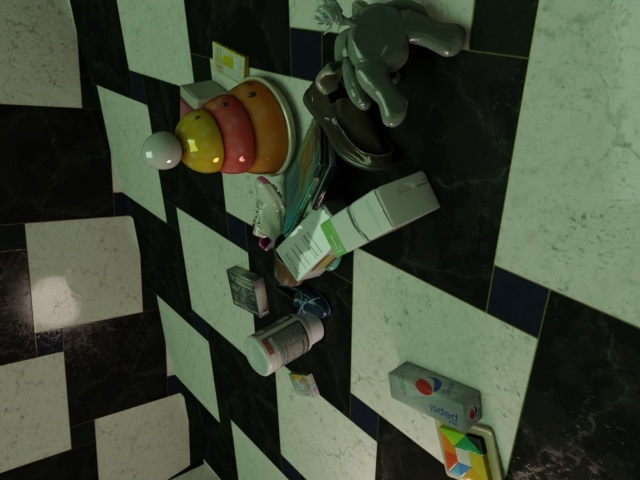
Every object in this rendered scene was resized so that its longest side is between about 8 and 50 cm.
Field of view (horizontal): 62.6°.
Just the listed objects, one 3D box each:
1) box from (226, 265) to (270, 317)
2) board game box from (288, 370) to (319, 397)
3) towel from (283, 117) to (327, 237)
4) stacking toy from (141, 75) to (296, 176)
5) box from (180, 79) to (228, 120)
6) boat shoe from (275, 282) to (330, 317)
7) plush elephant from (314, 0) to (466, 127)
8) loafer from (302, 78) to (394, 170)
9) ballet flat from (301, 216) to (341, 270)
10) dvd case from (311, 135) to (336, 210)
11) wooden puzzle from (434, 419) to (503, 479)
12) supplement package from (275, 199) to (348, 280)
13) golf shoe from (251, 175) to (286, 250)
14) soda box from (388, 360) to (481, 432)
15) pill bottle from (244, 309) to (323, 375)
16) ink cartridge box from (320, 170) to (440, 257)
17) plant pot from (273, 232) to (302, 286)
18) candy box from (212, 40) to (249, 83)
[{"bbox_3d":[-0.327,0.228,2.367,0.231,0.056,0.183,15,120,47],"label":"box"},{"bbox_3d":[-0.072,0.624,2.285,0.154,0.026,0.104,-15,97,54],"label":"board game box"},{"bbox_3d":[-0.054,-0.213,1.661,0.370,0.040,0.272,119,155,-51],"label":"towel"},{"bbox_3d":[-0.350,-0.330,1.723,0.350,0.479,0.351,28,130,40],"label":"stacking toy"},{"bbox_3d":[-0.456,-0.486,2.057,0.127,0.148,0.232,43,137,31],"label":"box"},{"bbox_3d":[-0.072,0.230,2.011,0.258,0.089,0.109,26,128,42],"label":"boat shoe"},{"bbox_3d":[0.125,-0.449,1.272,0.330,0.255,0.272,32,96,-5],"label":"plush elephant"},{"bbox_3d":[0.078,-0.339,1.464,0.366,0.133,0.130,50,142,21],"label":"loafer"},{"bbox_3d":[-0.005,-0.013,1.815,0.087,0.083,0.247,-45,71,27],"label":"ballet flat"},{"bbox_3d":[0.004,-0.241,1.591,0.180,0.022,0.253,117,157,-47],"label":"dvd case"},{"bbox_3d":[0.450,0.661,1.618,0.221,0.044,0.239,-6,105,53],"label":"wooden puzzle"},{"bbox_3d":[0.000,0.000,1.683,0.244,0.139,0.134,-45,70,29],"label":"supplement package"},{"bbox_3d":[-0.190,-0.087,1.888,0.115,0.140,0.306,35,152,43],"label":"golf shoe"},{"bbox_3d":[0.344,0.471,1.609,0.286,0.091,0.098,13,119,48],"label":"soda box"},{"bbox_3d":[-0.134,0.380,2.008,0.161,0.283,0.161,29,130,40],"label":"pill bottle"},{"bbox_3d":[0.160,-0.069,1.453,0.273,0.198,0.115,-30,85,55],"label":"ink cartridge box"},{"bbox_3d":[-0.097,0.076,1.913,0.167,0.167,0.165,50,149,22],"label":"plant pot"},{"bbox_3d":[-0.327,-0.642,1.908,0.206,0.027,0.105,37,138,35],"label":"candy box"}]
